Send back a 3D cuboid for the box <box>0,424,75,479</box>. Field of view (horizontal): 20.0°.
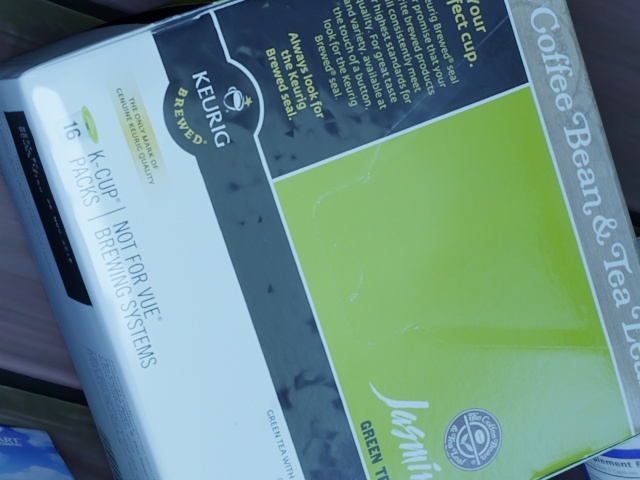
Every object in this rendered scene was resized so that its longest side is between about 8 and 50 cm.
[{"bbox_3d":[-0.201,0.164,1.124,0.109,0.178,0.042,10,103,-25],"label":"box"}]

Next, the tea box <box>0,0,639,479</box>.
[{"bbox_3d":[0.000,0.000,1.106,0.323,0.220,0.329,-20,101,-15],"label":"tea box"}]

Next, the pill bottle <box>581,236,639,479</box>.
[{"bbox_3d":[0.261,0.138,1.327,0.152,0.152,0.272,-29,114,-13],"label":"pill bottle"}]
